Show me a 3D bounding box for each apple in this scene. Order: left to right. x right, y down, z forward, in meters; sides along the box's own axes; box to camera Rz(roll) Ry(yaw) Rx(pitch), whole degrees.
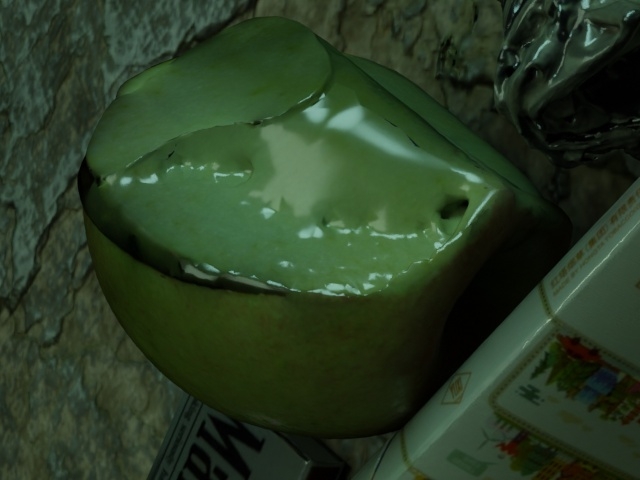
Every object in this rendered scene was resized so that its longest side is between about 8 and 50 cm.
[{"bbox_3d":[0.000,0.000,0.613,0.188,0.207,0.174,46,122,33],"label":"apple"}]

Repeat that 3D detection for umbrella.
[{"bbox_3d":[0.112,-0.201,0.610,0.106,0.113,0.358,-34,51,52],"label":"umbrella"}]

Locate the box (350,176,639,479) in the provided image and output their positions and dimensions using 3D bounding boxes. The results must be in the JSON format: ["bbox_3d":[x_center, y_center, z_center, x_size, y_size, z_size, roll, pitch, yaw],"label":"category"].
[{"bbox_3d":[0.116,0.066,0.543,0.220,0.122,0.032,-50,25,26],"label":"box"}]

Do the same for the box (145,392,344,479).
[{"bbox_3d":[-0.060,0.168,0.762,0.115,0.036,0.177,36,108,43],"label":"box"}]
